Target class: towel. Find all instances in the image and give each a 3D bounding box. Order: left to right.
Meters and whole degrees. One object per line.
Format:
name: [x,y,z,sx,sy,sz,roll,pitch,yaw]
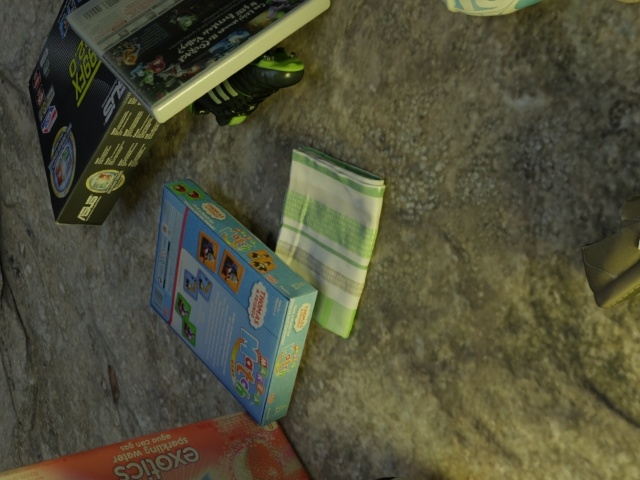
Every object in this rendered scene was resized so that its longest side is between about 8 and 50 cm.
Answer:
towel: [0.000,0.000,0.765,0.113,0.023,0.152,28,114,40]

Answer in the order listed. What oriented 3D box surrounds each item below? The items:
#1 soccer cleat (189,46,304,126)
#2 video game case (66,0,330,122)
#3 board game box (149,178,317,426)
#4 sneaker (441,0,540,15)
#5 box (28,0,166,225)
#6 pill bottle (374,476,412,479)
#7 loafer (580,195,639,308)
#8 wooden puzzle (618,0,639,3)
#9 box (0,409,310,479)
soccer cleat: [-0.074,-0.147,0.805,0.179,0.060,0.072,13,113,50]
video game case: [-0.115,-0.210,0.768,0.173,0.190,0.022,46,166,32]
board game box: [-0.097,0.059,0.839,0.211,0.039,0.160,40,131,35]
sneaker: [0.132,-0.275,0.575,0.086,0.085,0.237,6,97,18]
box: [-0.243,-0.179,0.927,0.270,0.060,0.216,-46,53,41]
pill bottle: [0.027,0.252,0.608,0.130,0.245,0.131,8,102,45]
loafer: [0.218,-0.013,0.524,0.050,0.056,0.148,55,128,18]
wooden puzzle: [0.250,-0.281,0.473,0.238,0.044,0.221,-14,84,44]
box: [-0.158,0.273,0.755,0.142,0.299,0.154,54,127,28]
